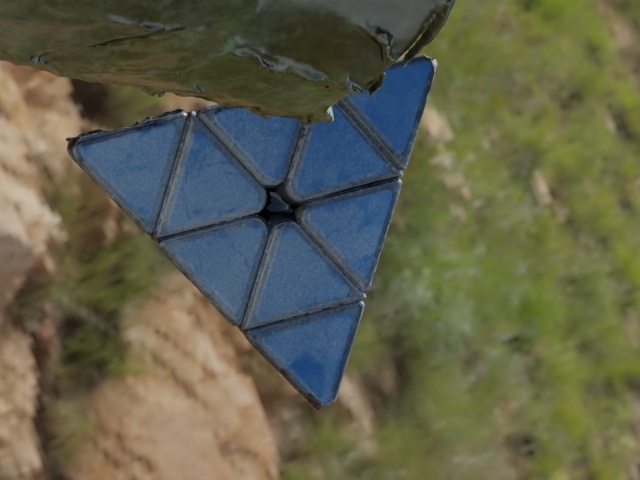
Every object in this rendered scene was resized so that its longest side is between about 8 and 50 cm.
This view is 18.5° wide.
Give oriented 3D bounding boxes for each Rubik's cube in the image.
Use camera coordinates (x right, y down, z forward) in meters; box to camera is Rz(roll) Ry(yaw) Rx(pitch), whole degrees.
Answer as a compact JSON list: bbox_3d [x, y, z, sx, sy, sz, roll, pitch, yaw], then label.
[{"bbox_3d":[0.000,0.000,1.108,0.211,0.190,0.178,-2,72,-66],"label":"Rubik's cube"}]

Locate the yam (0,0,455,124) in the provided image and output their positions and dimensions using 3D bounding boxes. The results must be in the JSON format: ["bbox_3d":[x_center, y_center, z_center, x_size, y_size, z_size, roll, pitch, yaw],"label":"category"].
[{"bbox_3d":[-0.096,-0.152,0.701,0.300,0.195,0.195,12,56,-27],"label":"yam"}]
